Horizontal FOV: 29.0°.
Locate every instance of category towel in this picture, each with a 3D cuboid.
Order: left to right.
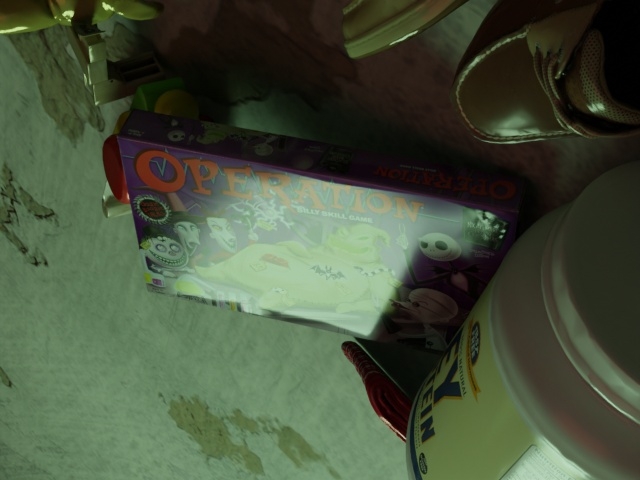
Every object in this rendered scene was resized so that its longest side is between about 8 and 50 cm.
[{"bbox_3d":[0.098,0.186,1.189,0.199,0.031,0.275,48,178,-5],"label":"towel"}]

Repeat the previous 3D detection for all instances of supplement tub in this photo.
[{"bbox_3d":[0.212,0.112,0.917,0.235,0.235,0.325,38,146,11],"label":"supplement tub"}]

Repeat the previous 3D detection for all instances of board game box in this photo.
[{"bbox_3d":[0.000,0.000,1.098,0.347,0.056,0.208,11,134,13],"label":"board game box"}]

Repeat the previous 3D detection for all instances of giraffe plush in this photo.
[{"bbox_3d":[-0.241,-0.273,1.075,0.210,0.181,0.170,19,119,50],"label":"giraffe plush"}]

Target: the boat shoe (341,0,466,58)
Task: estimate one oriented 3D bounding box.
[{"bbox_3d":[0.099,-0.215,0.814,0.089,0.104,0.285,53,136,-4],"label":"boat shoe"}]

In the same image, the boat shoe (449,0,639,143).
[{"bbox_3d":[0.187,-0.124,0.791,0.123,0.116,0.324,52,146,-11],"label":"boat shoe"}]

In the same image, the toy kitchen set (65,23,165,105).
[{"bbox_3d":[-0.197,-0.188,1.180,0.068,0.075,0.083,60,160,29],"label":"toy kitchen set"}]

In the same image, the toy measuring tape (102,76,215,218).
[{"bbox_3d":[-0.169,-0.055,1.260,0.121,0.121,0.330,44,153,2],"label":"toy measuring tape"}]
